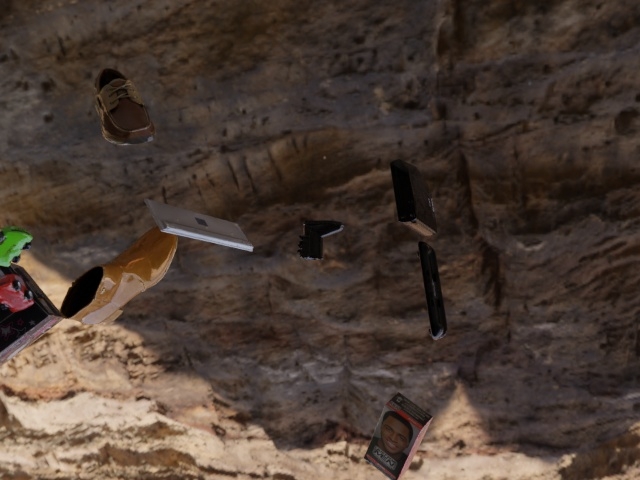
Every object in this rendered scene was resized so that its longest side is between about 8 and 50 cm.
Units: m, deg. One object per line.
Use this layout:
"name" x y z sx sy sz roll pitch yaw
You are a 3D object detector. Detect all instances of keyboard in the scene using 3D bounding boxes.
"keyboard" -0.211 -0.025 1.151 0.072 0.014 0.256 50 -164 26

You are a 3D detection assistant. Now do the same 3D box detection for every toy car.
"toy car" -0.617 0.039 1.201 0.225 0.239 0.053 -41 -126 23

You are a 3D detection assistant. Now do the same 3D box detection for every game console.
"game console" 0.208 0.022 1.310 0.044 0.361 0.213 -12 168 20

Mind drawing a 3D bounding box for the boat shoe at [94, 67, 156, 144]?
"boat shoe" -0.501 -0.338 1.585 0.123 0.119 0.324 -18 -141 -24

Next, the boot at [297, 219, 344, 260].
"boot" 0.000 0.000 1.611 0.121 0.099 0.045 1 167 26

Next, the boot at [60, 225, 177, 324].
"boot" -0.449 0.070 1.452 0.104 0.211 0.295 35 -97 9

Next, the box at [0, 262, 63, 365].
"box" -0.717 0.182 1.377 0.247 0.163 0.142 -39 178 -13

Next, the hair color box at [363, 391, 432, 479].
"hair color box" 0.127 0.328 1.059 0.072 0.141 0.043 32 -144 26
